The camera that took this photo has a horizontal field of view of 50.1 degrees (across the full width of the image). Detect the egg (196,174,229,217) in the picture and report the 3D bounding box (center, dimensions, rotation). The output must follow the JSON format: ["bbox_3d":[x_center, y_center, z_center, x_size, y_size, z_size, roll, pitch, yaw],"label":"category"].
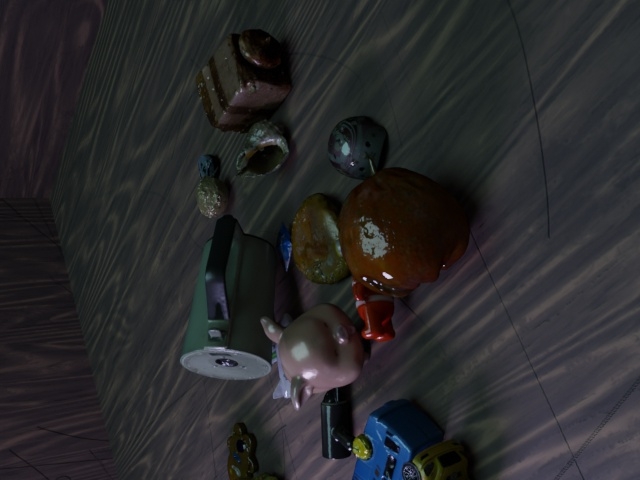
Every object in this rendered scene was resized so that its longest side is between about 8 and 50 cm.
[{"bbox_3d":[-0.364,-0.147,2.295,0.118,0.116,0.140,9,101,25],"label":"egg"}]

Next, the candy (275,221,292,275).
[{"bbox_3d":[-0.105,0.024,2.009,0.088,0.038,0.136,-124,34,-50],"label":"candy"}]

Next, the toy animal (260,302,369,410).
[{"bbox_3d":[-0.007,0.280,1.701,0.326,0.269,0.237,-45,62,50],"label":"toy animal"}]

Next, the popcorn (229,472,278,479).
[{"bbox_3d":[-0.218,0.839,2.059,0.293,0.237,0.293,0,89,58],"label":"popcorn"}]

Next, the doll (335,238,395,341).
[{"bbox_3d":[0.103,0.069,1.614,0.105,0.200,0.336,-18,71,22],"label":"doll"}]

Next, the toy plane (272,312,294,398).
[{"bbox_3d":[-0.090,0.336,1.964,0.251,0.101,0.255,3,91,54],"label":"toy plane"}]

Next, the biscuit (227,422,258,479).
[{"bbox_3d":[-0.267,0.735,2.291,0.180,0.039,0.236,26,115,49],"label":"biscuit"}]

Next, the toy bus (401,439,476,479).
[{"bbox_3d":[0.253,0.603,1.471,0.151,0.145,0.331,31,119,47],"label":"toy bus"}]

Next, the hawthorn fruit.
[{"bbox_3d":[0.153,-0.037,1.439,0.277,0.277,0.298,-28,85,51],"label":"hawthorn fruit"}]

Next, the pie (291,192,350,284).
[{"bbox_3d":[-0.001,0.000,1.846,0.273,0.069,0.273,15,108,57],"label":"pie"}]

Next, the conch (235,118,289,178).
[{"bbox_3d":[-0.167,-0.259,1.992,0.155,0.207,0.130,24,156,45],"label":"conch"}]

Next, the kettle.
[{"bbox_3d":[-0.257,0.157,1.917,0.361,0.250,0.376,71,-161,-58],"label":"kettle"}]

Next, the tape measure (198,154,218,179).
[{"bbox_3d":[-0.389,-0.251,2.375,0.091,0.054,0.094,25,121,53],"label":"tape measure"}]

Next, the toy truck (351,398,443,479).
[{"bbox_3d":[0.159,0.565,1.596,0.162,0.161,0.385,26,113,38],"label":"toy truck"}]

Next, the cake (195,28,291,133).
[{"bbox_3d":[-0.207,-0.470,2.001,0.293,0.196,0.199,-37,64,44],"label":"cake"}]

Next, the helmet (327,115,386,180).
[{"bbox_3d":[0.072,-0.229,1.696,0.177,0.107,0.153,35,123,47],"label":"helmet"}]

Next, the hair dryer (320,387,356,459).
[{"bbox_3d":[0.060,0.470,1.731,0.248,0.078,0.195,174,93,-75],"label":"hair dryer"}]
